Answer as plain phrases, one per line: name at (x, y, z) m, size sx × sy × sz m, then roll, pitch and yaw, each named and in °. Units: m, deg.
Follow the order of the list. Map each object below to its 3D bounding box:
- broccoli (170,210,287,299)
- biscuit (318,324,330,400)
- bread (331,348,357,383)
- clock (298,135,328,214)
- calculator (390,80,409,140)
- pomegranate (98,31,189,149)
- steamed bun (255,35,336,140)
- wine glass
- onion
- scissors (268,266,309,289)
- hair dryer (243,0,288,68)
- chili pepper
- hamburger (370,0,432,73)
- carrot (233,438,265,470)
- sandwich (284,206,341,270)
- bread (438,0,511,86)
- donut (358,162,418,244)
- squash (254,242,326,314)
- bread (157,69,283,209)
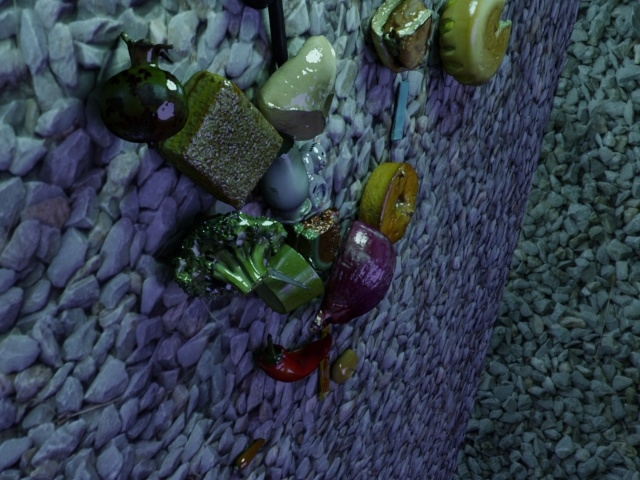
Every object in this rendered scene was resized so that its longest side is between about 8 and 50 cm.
broccoli at (-0.185, 0.032, 1.455) m, size 0.226 × 0.176 × 0.198 m, roll -59°, pitch 172°, yaw -58°
biscuit at (0.010, 0.350, 2.135) m, size 0.048 × 0.026 × 0.291 m, roll -20°, pitch 126°, yaw -31°
bread at (0.080, 0.393, 2.246) m, size 0.115 × 0.056 × 0.082 m, roll -34°, pitch 135°, yaw -48°
clock at (-0.024, -0.151, 1.722) m, size 0.117 × 0.080 × 0.176 m, roll -44°, pitch 140°, yaw -41°
calculator at (0.230, -0.373, 2.089) m, size 0.057 × 0.018 × 0.172 m, roll -26°, pitch 129°, yaw -54°
pomegranate at (-0.278, -0.238, 1.175) m, size 0.148 × 0.148 × 0.169 m, roll 16°, pitch 94°, yaw -61°
steamed bun at (-0.026, -0.303, 1.572) m, size 0.231 × 0.110 × 0.212 m, roll -52°, pitch 156°, yaw -20°
wine glass at (-0.083, -0.135, 1.596) m, size 0.111 × 0.111 × 0.204 m, roll -50°, pitch 145°, yaw -33°
onion at (0.102, 0.124, 1.939) m, size 0.267 × 0.159 × 0.348 m, roll 80°, pitch 30°, yaw -64°
scissors at (-0.111, 0.071, 1.616) m, size 0.015 × 0.189 × 0.100 m, roll 125°, pitch -12°, yaw -78°
hair dryer at (-0.100, -0.437, 1.457) m, size 0.114 × 0.071 × 0.248 m, roll -50°, pitch 154°, yaw -35°
chili pepper at (-0.076, 0.305, 1.904) m, size 0.368 × 0.092 × 0.137 m, roll 15°, pitch 88°, yaw -67°
hamburger at (0.197, -0.512, 1.873) m, size 0.155 × 0.135 × 0.207 m, roll -45°, pitch 159°, yaw -13°
carrot at (-0.186, 0.564, 1.916) m, size 0.142 × 0.035 × 0.035 m, roll -39°, pitch 138°, yaw -51°
sandwich at (-0.002, 0.011, 1.807) m, size 0.159 × 0.079 × 0.235 m, roll -38°, pitch 154°, yaw -20°
bread at (0.453, -0.619, 2.182) m, size 0.333 × 0.160 × 0.333 m, roll -34°, pitch 133°, yaw -46°
donut at (0.202, -0.107, 2.085) m, size 0.253 × 0.118 × 0.253 m, roll -37°, pitch 132°, yaw -55°
squash at (-0.080, 0.091, 1.698) m, size 0.123 × 0.170 × 0.170 m, roll -43°, pitch 142°, yaw -21°
bread at (-0.193, -0.191, 1.384) m, size 0.184 × 0.111 × 0.234 m, roll -61°, pitch 148°, yaw -11°
